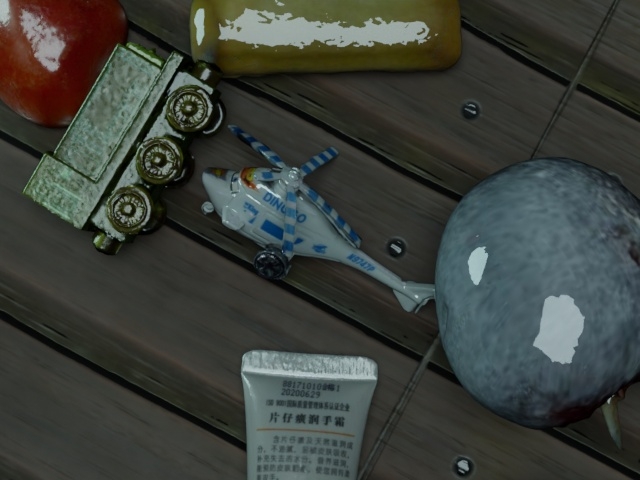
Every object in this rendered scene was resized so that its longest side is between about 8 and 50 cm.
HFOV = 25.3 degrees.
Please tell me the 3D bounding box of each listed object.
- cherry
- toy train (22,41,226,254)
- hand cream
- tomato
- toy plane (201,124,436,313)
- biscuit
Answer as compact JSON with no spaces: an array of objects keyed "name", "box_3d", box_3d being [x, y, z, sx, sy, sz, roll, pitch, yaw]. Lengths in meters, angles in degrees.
[{"name":"cherry","box_3d":[0.235,0.060,1.377,0.255,0.218,0.296,-23,75,-14]},{"name":"toy train","box_3d":[-0.195,-0.101,1.461,0.137,0.090,0.225,31,92,5]},{"name":"hand cream","box_3d":[-0.026,0.264,1.420,0.139,0.089,0.314,6,78,1]},{"name":"tomato","box_3d":[-0.297,-0.216,1.492,0.174,0.082,0.166,27,84,2]},{"name":"toy plane","box_3d":[0.004,-0.005,1.471,0.273,0.107,0.182,22,39,-21]},{"name":"biscuit","box_3d":[0.005,-0.289,1.507,0.290,0.062,0.237,1,82,0]}]
